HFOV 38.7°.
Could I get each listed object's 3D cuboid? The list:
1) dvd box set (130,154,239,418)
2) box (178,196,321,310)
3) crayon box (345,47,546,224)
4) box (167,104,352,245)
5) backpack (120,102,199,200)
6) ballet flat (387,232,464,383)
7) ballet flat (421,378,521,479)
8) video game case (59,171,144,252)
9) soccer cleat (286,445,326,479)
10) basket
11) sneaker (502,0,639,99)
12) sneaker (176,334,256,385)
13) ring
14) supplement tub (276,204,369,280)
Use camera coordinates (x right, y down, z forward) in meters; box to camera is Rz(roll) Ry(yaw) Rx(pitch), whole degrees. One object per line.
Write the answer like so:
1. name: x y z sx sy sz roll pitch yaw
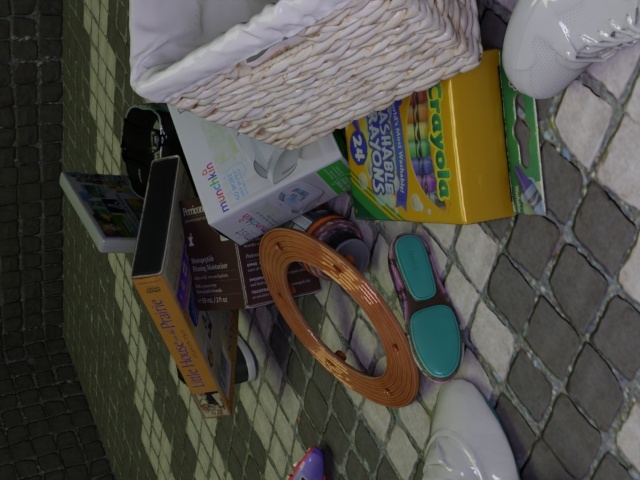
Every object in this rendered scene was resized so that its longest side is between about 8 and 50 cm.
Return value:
1. dvd box set: -0.243 0.094 1.731 0.420 0.062 0.308 73 -169 -45
2. box: -0.125 0.010 1.611 0.168 0.167 0.203 -8 92 51
3. crayon box: 0.141 -0.127 1.160 0.323 0.083 0.203 5 104 62
4. box: -0.092 -0.164 1.430 0.262 0.231 0.127 69 -169 22
5. backpack: -0.322 -0.187 1.937 0.253 0.191 0.225 17 112 53
6. ballet flat: 0.143 0.097 1.261 0.079 0.076 0.222 94 161 -66
7. ballet flat: 0.195 0.373 1.151 0.139 0.139 0.400 -44 57 59
8. video game case: -0.375 -0.060 1.967 0.329 0.299 0.036 46 126 49
9. soccer cleat: -0.018 0.489 1.718 0.095 0.083 0.248 29 124 21
10. basket: -0.018 -0.315 1.029 0.328 0.266 0.331 -20 63 35
11. sneaker: 0.279 -0.201 0.833 0.169 0.108 0.292 67 150 31
12. sneaker: -0.265 0.240 2.026 0.295 0.146 0.105 35 131 57
13. ring: 0.029 0.115 1.387 0.336 0.032 0.337 39 152 26
14. supplement tub: 0.000 0.000 1.461 0.198 0.106 0.106 33 128 55
